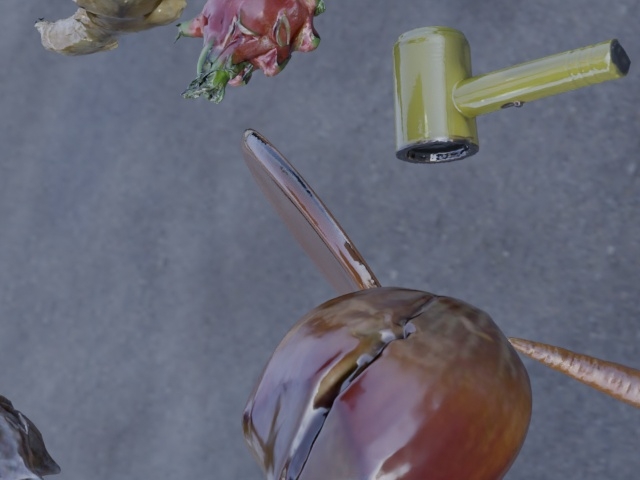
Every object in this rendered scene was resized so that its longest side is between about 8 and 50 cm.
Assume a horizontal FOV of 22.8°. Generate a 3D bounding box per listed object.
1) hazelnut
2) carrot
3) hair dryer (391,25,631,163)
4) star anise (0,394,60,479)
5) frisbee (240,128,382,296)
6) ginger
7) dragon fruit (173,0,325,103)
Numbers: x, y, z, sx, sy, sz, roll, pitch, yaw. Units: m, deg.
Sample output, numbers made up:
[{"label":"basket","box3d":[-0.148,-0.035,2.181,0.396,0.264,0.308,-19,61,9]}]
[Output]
[{"label":"hazelnut","box3d":[0.049,0.124,1.187,0.212,0.181,0.181,32,105,38]},{"label":"carrot","box3d":[0.326,0.158,1.934,0.048,0.216,0.048,21,-90,-89]},{"label":"hair dryer","box3d":[0.196,-0.174,1.672,0.278,0.090,0.135,-12,73,39]},{"label":"star anise","box3d":[-0.334,0.130,1.456,0.081,0.262,0.230,-31,16,3]},{"label":"frisbee","box3d":[0.000,0.000,1.490,0.021,0.251,0.251,-38,35,-6]},{"label":"ginger","box3d":[-0.197,-0.251,1.582,0.333,0.148,0.081,-35,69,56]},{"label":"dragon fruit","box3d":[-0.092,-0.244,1.845,0.236,0.135,0.137,-50,31,-18]}]
